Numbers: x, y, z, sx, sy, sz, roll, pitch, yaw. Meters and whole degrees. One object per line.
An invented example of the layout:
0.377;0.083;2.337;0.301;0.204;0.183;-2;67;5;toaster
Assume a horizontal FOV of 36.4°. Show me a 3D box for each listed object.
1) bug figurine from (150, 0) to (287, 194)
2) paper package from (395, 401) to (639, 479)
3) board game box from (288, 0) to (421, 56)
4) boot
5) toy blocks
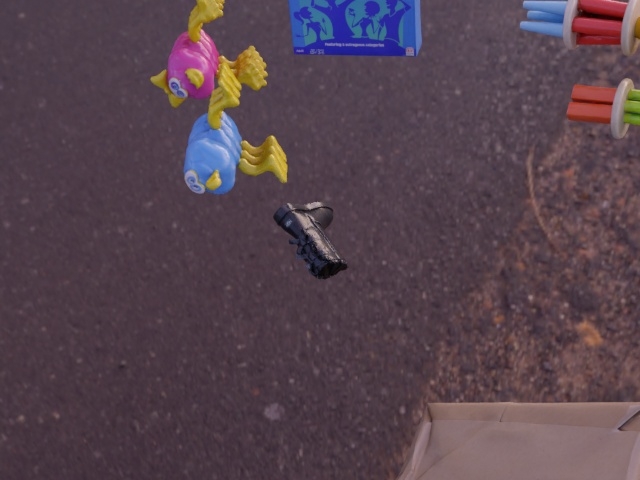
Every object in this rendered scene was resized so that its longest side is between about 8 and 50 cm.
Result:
-0.121;-0.159;0.684;0.072;0.279;0.216;-27;24;14;bug figurine
0.263;0.324;0.978;0.309;0.325;0.168;-12;38;49;paper package
0.038;-0.328;1.175;0.160;0.210;0.047;3;35;14;board game box
0.001;0.000;1.227;0.099;0.045;0.121;52;24;20;boot
0.241;-0.150;0.830;0.148;0.123;0.054;14;26;29;toy blocks
